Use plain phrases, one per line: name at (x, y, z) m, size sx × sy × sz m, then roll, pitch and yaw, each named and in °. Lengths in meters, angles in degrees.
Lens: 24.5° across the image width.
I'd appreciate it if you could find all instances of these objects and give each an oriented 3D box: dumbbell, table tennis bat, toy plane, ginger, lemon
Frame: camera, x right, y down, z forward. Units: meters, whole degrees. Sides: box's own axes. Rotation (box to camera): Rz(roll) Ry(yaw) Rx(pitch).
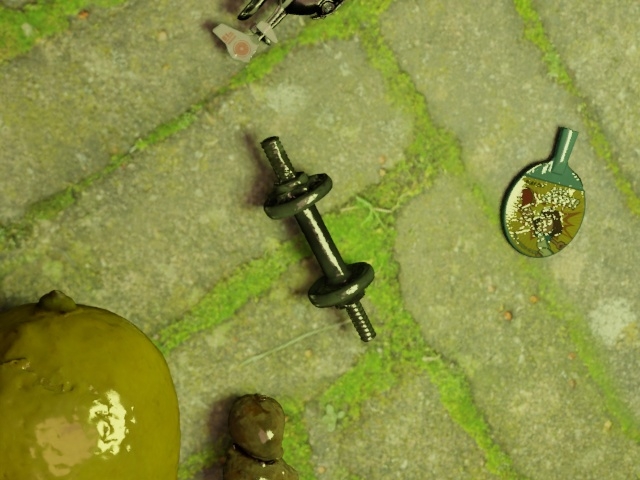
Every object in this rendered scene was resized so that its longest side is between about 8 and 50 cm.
dumbbell at (0.000, 0.000, 1.602) m, size 0.082 × 0.081 × 0.254 m, roll -29°, pitch 107°, yaw -8°
table tennis bat at (0.264, -0.054, 1.693) m, size 0.100 × 0.019 × 0.155 m, roll 15°, pitch 99°, yaw -16°
toy plane at (-0.023, -0.261, 1.562) m, size 0.197 × 0.053 × 0.078 m, roll -45°, pitch 100°, yaw -3°
ginger at (-0.072, 0.270, 1.637) m, size 0.104 × 0.080 × 0.204 m, roll 7°, pitch 101°, yaw -10°
lemon at (-0.266, 0.201, 1.485) m, size 0.260 × 0.260 × 0.284 m, roll 24°, pitch 92°, yaw -18°
